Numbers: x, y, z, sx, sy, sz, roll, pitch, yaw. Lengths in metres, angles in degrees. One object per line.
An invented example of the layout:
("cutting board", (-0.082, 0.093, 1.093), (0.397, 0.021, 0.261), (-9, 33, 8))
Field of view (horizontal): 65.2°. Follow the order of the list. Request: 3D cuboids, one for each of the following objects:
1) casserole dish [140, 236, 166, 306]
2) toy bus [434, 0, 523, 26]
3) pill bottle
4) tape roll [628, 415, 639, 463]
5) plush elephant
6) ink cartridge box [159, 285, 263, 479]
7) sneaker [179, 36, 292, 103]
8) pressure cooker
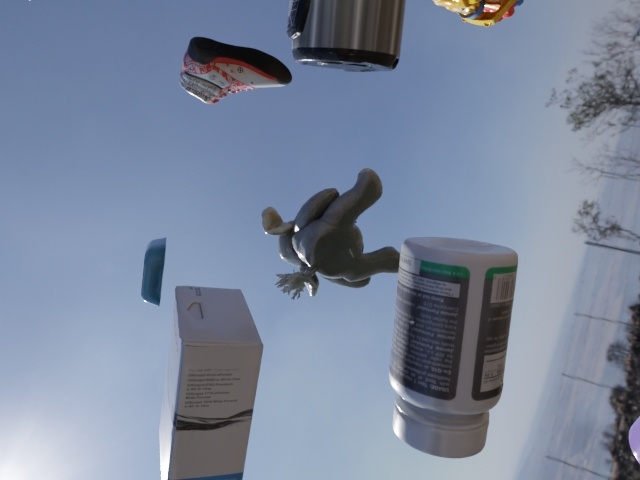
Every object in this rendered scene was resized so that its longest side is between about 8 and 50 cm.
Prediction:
("casserole dish", (-0.312, 0.055, 0.940), (0.037, 0.188, 0.114), (5, -82, -18))
("toy bus", (0.303, -0.475, 0.917), (0.220, 0.149, 0.211), (-47, -40, -6))
("pill bottle", (0.232, 0.183, 0.908), (0.204, 0.204, 0.361), (-10, -74, -61))
("tape roll", (0.773, 0.438, 1.062), (0.189, 0.189, 0.080), (-44, -30, -45))
("plush elephant", (0.000, 0.000, 1.230), (0.330, 0.255, 0.272), (-33, -65, -13))
("ink cartridge box", (-0.200, 0.262, 0.872), (0.129, 0.223, 0.307), (5, -73, -20))
("sneaker", (-0.218, -0.410, 1.267), (0.270, 0.090, 0.145), (5, -35, -31))
("pressure cooker", (0.094, -0.774, 1.614), (0.375, 0.370, 0.420), (-23, -58, -59))
